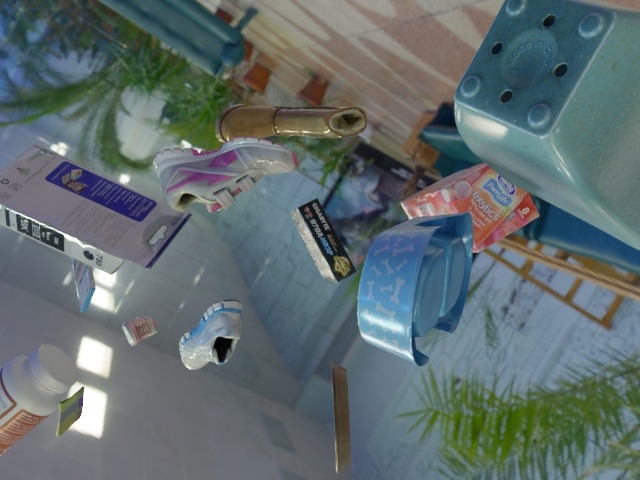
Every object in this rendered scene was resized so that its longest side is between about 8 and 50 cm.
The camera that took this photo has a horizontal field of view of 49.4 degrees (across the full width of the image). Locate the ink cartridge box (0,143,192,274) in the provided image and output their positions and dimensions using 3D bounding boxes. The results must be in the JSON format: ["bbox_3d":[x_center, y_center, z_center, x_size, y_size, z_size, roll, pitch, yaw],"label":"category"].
[{"bbox_3d":[-0.412,-0.046,1.233,0.332,0.065,0.165,24,-137,6],"label":"ink cartridge box"}]

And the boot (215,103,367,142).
[{"bbox_3d":[-0.070,-0.268,1.576,0.269,0.089,0.236,11,-154,42],"label":"boot"}]

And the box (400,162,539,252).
[{"bbox_3d":[0.303,-0.067,1.463,0.142,0.154,0.300,62,169,-3],"label":"box"}]

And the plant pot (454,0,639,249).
[{"bbox_3d":[0.308,-0.172,0.839,0.252,0.248,0.247,18,-166,-43],"label":"plant pot"}]

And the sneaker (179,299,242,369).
[{"bbox_3d":[-0.188,0.183,1.188,0.071,0.191,0.083,6,-130,-30],"label":"sneaker"}]

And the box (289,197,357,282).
[{"bbox_3d":[0.000,0.000,1.519,0.175,0.051,0.220,62,173,-3],"label":"box"}]

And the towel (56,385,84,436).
[{"bbox_3d":[-0.432,0.295,1.202,0.009,0.083,0.060,27,-147,15],"label":"towel"}]

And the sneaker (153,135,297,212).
[{"bbox_3d":[-0.160,-0.104,1.191,0.252,0.111,0.103,-8,167,12],"label":"sneaker"}]

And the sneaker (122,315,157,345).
[{"bbox_3d":[-0.392,0.192,1.519,0.051,0.070,0.134,70,162,-2],"label":"sneaker"}]

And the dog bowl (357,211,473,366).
[{"bbox_3d":[0.127,0.050,0.888,0.074,0.166,0.297,8,-167,22],"label":"dog bowl"}]

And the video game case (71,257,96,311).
[{"bbox_3d":[-0.562,0.069,1.648,0.015,0.119,0.166,-2,-120,-32],"label":"video game case"}]

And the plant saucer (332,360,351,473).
[{"bbox_3d":[0.053,0.446,1.768,0.041,0.278,0.278,-3,-178,1],"label":"plant saucer"}]

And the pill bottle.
[{"bbox_3d":[-0.547,0.286,1.247,0.121,0.216,0.121,50,-173,-8],"label":"pill bottle"}]
